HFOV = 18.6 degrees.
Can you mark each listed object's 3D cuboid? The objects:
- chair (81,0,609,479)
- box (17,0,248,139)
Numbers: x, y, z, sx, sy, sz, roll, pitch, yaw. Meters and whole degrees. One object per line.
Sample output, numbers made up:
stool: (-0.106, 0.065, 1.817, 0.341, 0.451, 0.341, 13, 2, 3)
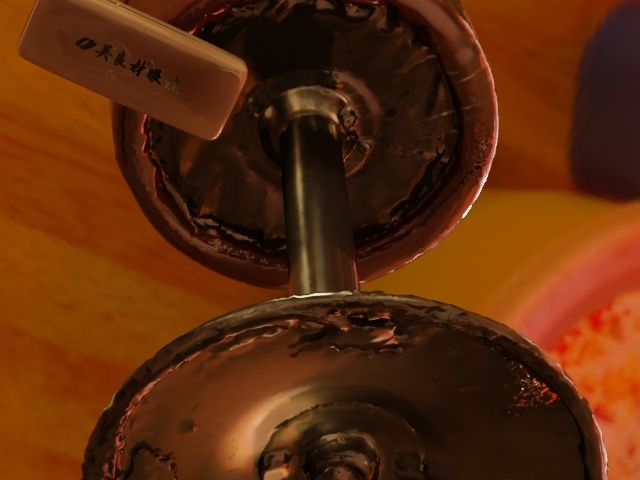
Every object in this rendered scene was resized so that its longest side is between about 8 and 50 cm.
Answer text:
chair: (0.000, 0.000, 0.980, 0.226, 0.401, 0.226, -2, 126, -3)
box: (-0.097, -0.093, 1.009, 0.115, 0.025, 0.048, 25, 109, -9)
